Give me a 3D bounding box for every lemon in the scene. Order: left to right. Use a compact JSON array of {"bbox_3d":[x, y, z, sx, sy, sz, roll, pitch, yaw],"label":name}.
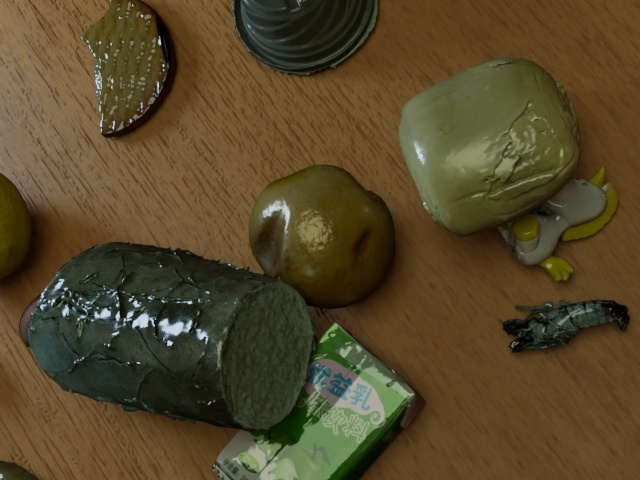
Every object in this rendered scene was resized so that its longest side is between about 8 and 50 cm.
[{"bbox_3d":[-0.532,-0.024,1.864,0.178,0.178,0.203,-20,73,8],"label":"lemon"}]

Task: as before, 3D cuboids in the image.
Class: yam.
[{"bbox_3d":[-0.194,0.130,1.670,0.348,0.241,0.241,9,78,36],"label":"yam"}]

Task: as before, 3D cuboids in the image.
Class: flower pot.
[{"bbox_3d":[-0.036,-0.379,1.851,0.235,0.140,0.236,-4,73,14],"label":"flower pot"}]

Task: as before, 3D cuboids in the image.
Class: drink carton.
[{"bbox_3d":[0.000,0.267,1.691,0.161,0.108,0.271,41,89,20],"label":"drink carton"}]

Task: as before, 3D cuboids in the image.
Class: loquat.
[{"bbox_3d":[-0.004,-0.003,1.717,0.213,0.213,0.213,-3,75,13],"label":"loquat"}]

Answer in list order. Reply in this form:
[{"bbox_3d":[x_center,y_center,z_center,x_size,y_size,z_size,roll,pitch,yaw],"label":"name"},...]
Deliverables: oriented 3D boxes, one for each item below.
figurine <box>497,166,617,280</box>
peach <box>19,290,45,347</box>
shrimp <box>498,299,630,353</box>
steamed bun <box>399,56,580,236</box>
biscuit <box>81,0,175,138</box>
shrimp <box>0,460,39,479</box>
[{"bbox_3d":[0.331,-0.039,1.707,0.129,0.109,0.178,38,84,-2],"label":"figurine"},{"bbox_3d":[-0.358,0.118,1.814,0.152,0.152,0.152,-3,75,13],"label":"peach"},{"bbox_3d":[0.331,0.104,1.673,0.174,0.076,0.082,-14,51,10],"label":"shrimp"},{"bbox_3d":[0.225,-0.152,1.668,0.232,0.166,0.273,-28,35,21],"label":"steamed bun"},{"bbox_3d":[-0.314,-0.274,1.949,0.176,0.031,0.229,22,84,19],"label":"biscuit"},{"bbox_3d":[-0.520,0.359,1.773,0.253,0.173,0.058,9,103,10],"label":"shrimp"}]
